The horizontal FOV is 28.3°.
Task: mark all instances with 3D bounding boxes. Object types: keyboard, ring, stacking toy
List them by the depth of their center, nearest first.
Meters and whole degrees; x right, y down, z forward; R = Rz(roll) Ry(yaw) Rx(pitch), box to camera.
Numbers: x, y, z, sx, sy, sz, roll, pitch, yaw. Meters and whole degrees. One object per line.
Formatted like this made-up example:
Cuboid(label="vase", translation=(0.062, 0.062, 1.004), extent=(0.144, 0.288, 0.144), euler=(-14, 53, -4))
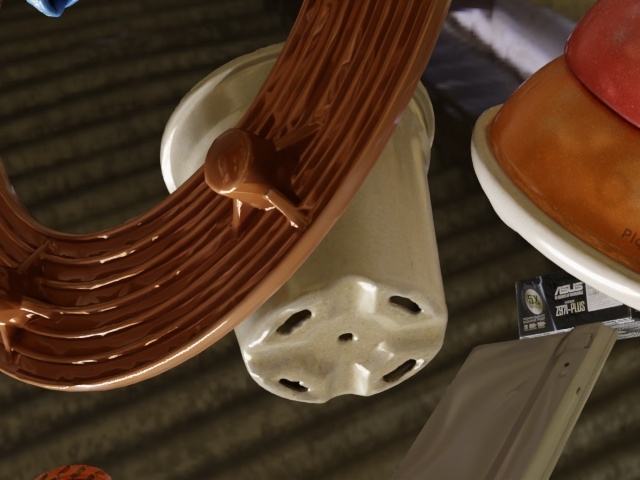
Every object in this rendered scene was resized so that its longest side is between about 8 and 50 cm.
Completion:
Cuboid(label="keyboard", translation=(0.044, 0.104, 0.470), extent=(0.072, 0.014, 0.256), euler=(-19, -163, 37))
Cuboid(label="ring", translation=(-0.077, -0.110, 0.485), extent=(0.032, 0.337, 0.336), euler=(19, -156, -43))
Cuboid(label="stacking toy", translation=(0.386, -0.188, 1.163), extent=(0.350, 0.480, 0.351), euler=(20, -151, -12))

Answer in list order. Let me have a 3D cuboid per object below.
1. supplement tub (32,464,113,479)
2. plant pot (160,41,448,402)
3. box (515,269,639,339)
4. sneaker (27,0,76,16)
Cuboid(label="supplement tub", translation=(-0.198, 0.288, 1.067), extent=(0.117, 0.117, 0.190), euler=(-13, -141, -14))
Cuboid(label="plant pot", translation=(0.000, 0.000, 1.428), extent=(0.333, 0.334, 0.306), euler=(-7, -129, -8))
Cuboid(label="box", translation=(0.361, 0.078, 1.591), extent=(0.147, 0.180, 0.078), euler=(7, -106, -37))
Cuboid(label="sneaker", translation=(-0.293, -0.283, 1.208), extent=(0.240, 0.091, 0.126), euler=(4, -103, 18))
